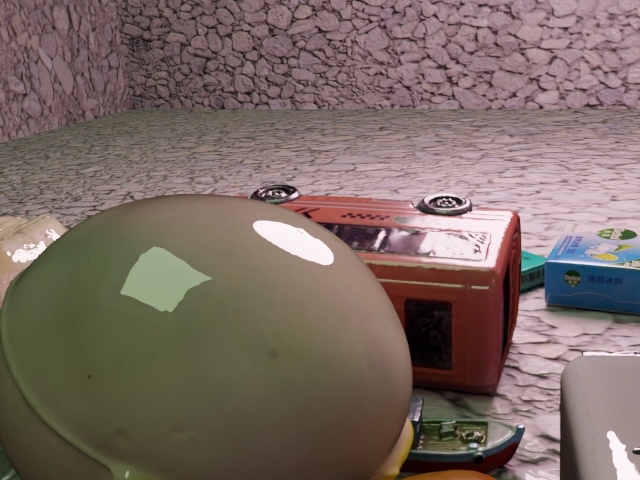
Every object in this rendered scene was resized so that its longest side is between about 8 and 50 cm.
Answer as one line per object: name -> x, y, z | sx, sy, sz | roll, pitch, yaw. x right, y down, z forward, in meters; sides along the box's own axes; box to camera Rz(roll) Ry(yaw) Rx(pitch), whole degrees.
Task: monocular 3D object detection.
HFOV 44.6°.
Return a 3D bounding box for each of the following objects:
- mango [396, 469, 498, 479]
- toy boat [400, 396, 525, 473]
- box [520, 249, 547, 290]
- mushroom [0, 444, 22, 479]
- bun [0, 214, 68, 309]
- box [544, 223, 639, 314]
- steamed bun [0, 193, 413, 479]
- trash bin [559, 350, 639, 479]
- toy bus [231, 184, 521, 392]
mango -> 0.051, 0.251, 0.576 | 0.254, 0.113, 0.138 | -17, 28, -21
toy boat -> 0.120, 0.199, 0.800 | 0.173, 0.058, 0.069 | 0, 19, 16
box -> 0.232, 0.054, 1.239 | 0.227, 0.042, 0.161 | -14, 19, -28
mushroom -> -0.302, 0.270, 0.657 | 0.110, 0.097, 0.351 | -4, 21, 17
bun -> -0.495, 0.100, 1.013 | 0.366, 0.219, 0.365 | -8, 16, 2
box -> 0.430, 0.037, 1.188 | 0.139, 0.073, 0.194 | 4, 20, 27
steamed bun -> -0.095, 0.114, 0.698 | 0.374, 0.333, 0.334 | 0, 10, -43
trash bin -> 0.252, 0.190, 0.460 | 0.256, 0.295, 0.367 | -2, 12, 11
toy bus -> 0.037, 0.062, 1.024 | 0.427, 0.203, 0.233 | 4, 25, 18
